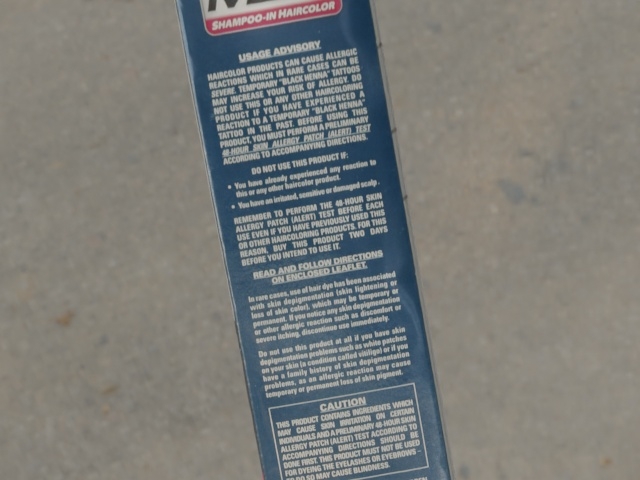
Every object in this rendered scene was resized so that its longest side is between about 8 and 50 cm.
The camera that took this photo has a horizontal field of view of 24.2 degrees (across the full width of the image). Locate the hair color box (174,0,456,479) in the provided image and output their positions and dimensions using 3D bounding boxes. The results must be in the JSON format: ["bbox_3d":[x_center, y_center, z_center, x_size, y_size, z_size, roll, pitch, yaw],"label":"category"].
[{"bbox_3d":[0.000,0.000,0.847,0.105,0.347,0.174,-9,5,1],"label":"hair color box"}]
